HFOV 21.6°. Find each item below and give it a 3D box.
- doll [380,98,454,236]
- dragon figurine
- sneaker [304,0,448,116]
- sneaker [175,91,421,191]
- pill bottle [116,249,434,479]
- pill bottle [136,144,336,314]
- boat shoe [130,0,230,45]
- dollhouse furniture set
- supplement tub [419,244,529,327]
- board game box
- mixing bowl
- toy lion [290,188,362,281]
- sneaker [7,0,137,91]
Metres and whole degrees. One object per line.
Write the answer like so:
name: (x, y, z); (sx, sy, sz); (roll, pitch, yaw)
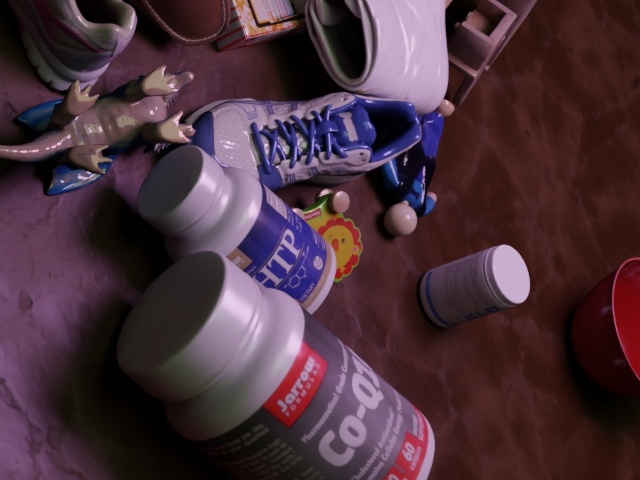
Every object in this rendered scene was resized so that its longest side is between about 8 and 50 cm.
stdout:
doll: (0.101, -0.088, 1.893); (0.129, 0.046, 0.189); (42, 51, -42)
dragon figurine: (-0.213, -0.095, 1.503); (0.289, 0.144, 0.085); (-23, 93, -32)
sneaker: (0.059, -0.291, 1.812); (0.169, 0.108, 0.292); (10, 70, -55)
sneaker: (-0.018, -0.110, 1.701); (0.296, 0.131, 0.112); (-15, 87, -49)
pill bottle: (-0.040, 0.146, 1.535); (0.283, 0.161, 0.161); (43, 46, -29)
pill bottle: (-0.082, -0.004, 1.583); (0.187, 0.112, 0.112); (41, 47, -36)
boat shoe: (-0.163, -0.293, 1.555); (0.324, 0.123, 0.116); (61, 8, -46)
dollhouse furniture set: (0.100, -0.370, 2.027); (0.355, 0.174, 0.303); (34, 57, 4)
supplement tub: (0.170, 0.052, 1.861); (0.071, 0.107, 0.071); (23, 58, -42)
board game box: (-0.059, -0.290, 1.799); (0.193, 0.045, 0.146); (-20, 90, -51)
mixing bowl: (0.375, 0.121, 2.073); (0.181, 0.098, 0.181); (24, 56, -41)
toy lion: (0.000, 0.000, 1.741); (0.100, 0.034, 0.096); (-21, 109, -36)
sneaker: (-0.251, -0.259, 1.512); (0.252, 0.111, 0.103); (52, 42, -19)
